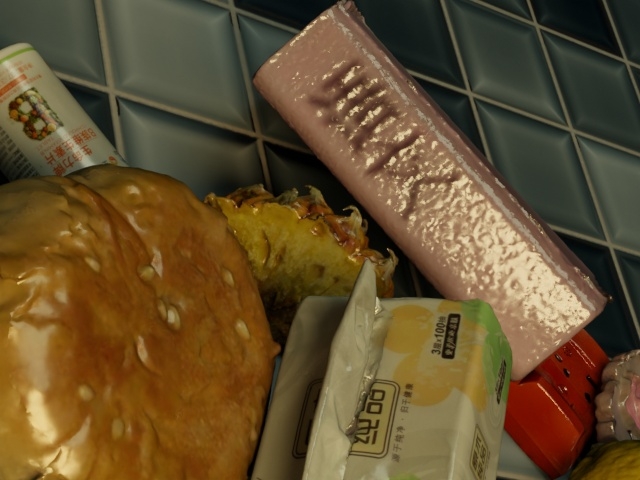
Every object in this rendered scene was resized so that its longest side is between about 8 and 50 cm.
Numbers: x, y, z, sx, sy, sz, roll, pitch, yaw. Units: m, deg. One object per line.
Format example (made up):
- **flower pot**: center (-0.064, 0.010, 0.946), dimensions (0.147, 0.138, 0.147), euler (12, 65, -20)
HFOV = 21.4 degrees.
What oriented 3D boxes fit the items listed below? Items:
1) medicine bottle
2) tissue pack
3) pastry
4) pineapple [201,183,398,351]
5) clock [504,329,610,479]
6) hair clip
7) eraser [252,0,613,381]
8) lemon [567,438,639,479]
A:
- **medicine bottle**: center (-0.216, -0.068, 1.384), dimensions (0.183, 0.086, 0.086), euler (50, 37, 4)
- **tissue pack**: center (0.037, 0.139, 1.202), dimensions (0.145, 0.159, 0.229), euler (67, 29, -48)
- **pastry**: center (-0.175, 0.091, 1.200), dimensions (0.316, 0.184, 0.284), euler (-38, 106, -56)
- **pineapple**: center (0.004, 0.004, 1.502), dimensions (0.250, 0.140, 0.164), euler (45, 36, 0)
- **clock**: center (0.236, 0.147, 1.666), dimensions (0.113, 0.061, 0.155), euler (50, 35, -2)
- **hair clip**: center (0.372, 0.240, 1.697), dimensions (0.300, 0.069, 0.173), euler (44, 36, -12)
- **eraser**: center (0.105, -0.050, 1.579), dimensions (0.359, 0.122, 0.272), euler (49, 6, 0)
- **lemon**: center (0.305, 0.278, 1.508), dimensions (0.192, 0.192, 0.231), euler (1, 56, -44)
